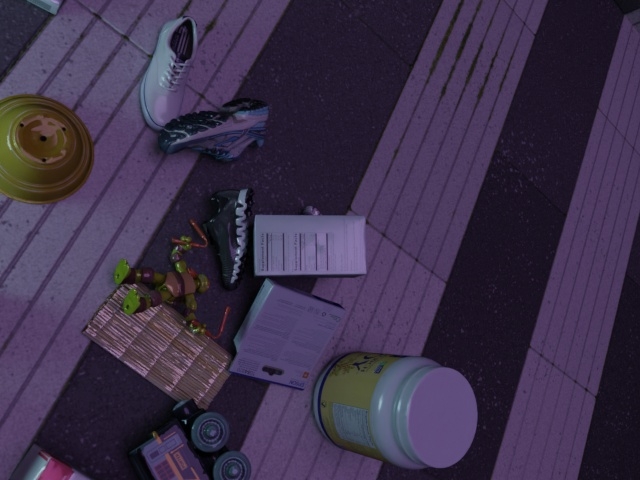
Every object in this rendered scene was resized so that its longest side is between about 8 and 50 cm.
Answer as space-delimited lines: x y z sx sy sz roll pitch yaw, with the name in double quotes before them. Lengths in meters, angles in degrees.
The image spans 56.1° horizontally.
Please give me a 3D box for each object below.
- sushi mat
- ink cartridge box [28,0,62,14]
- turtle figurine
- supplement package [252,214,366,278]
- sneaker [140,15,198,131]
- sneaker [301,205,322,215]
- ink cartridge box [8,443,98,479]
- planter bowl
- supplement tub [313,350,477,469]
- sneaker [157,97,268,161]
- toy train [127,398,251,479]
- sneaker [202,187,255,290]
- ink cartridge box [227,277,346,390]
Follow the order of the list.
"sushi mat" -0.324 0.222 1.254 0.316 0.019 0.151 44 63 -22
"ink cartridge box" -0.568 -0.588 1.178 0.181 0.056 0.224 23 74 -30
"turtle figurine" -0.310 0.082 1.240 0.217 0.087 0.269 3 69 -47
"supplement package" -0.029 0.017 1.357 0.244 0.139 0.133 0 83 -10
"sneaker" -0.323 -0.364 1.286 0.094 0.091 0.258 12 79 -32
"sneaker" 0.000 0.000 1.475 0.075 0.063 0.170 -46 106 -27
"ink cartridge box" -0.431 0.464 1.066 0.218 0.159 0.092 41 62 -22
"planter bowl" -0.527 -0.182 1.128 0.217 0.090 0.217 5 81 -34
"supplement tub" 0.163 0.380 1.369 0.241 0.331 0.241 5 81 -33
"sneaker" -0.221 -0.221 1.320 0.283 0.110 0.122 -27 128 -38
"toy train" -0.233 0.488 1.185 0.190 0.142 0.334 -28 84 -27
"sneaker" -0.210 -0.006 1.329 0.106 0.078 0.234 8 101 5
"ink cartridge box" -0.080 0.218 1.369 0.223 0.045 0.224 24 97 -35
